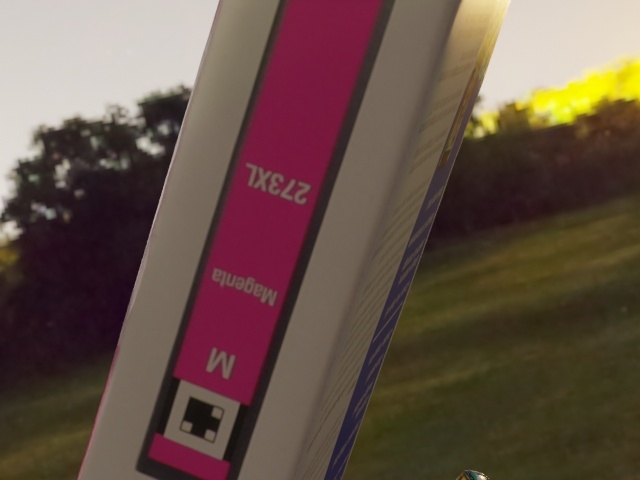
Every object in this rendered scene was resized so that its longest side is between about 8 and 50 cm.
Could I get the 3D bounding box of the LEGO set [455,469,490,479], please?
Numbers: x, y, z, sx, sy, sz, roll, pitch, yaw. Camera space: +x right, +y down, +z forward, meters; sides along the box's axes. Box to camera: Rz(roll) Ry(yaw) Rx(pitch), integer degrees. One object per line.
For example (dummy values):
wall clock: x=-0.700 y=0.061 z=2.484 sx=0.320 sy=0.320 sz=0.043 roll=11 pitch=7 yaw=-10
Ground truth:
LEGO set: x=0.088 y=0.268 z=0.787 sx=0.060 sy=0.244 sz=0.182 roll=20 pitch=-7 yaw=-36

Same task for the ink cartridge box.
ink cartridge box: x=0.000 y=0.000 z=0.403 sx=0.069 sy=0.371 sz=0.176 roll=18 pitch=13 yaw=8
